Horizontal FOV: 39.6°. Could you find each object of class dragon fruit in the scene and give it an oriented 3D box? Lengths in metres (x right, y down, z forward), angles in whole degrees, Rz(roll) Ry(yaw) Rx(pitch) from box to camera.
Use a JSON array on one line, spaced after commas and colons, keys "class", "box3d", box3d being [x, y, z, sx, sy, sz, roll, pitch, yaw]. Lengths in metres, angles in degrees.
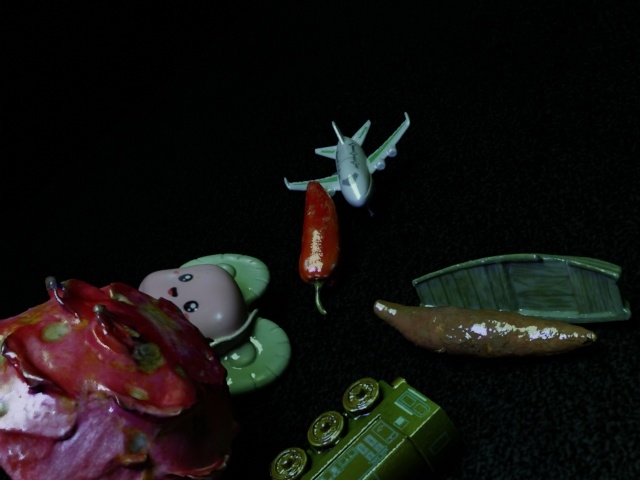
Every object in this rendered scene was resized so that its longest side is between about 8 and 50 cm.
[{"class": "dragon fruit", "box3d": [-0.239, 0.203, 1.093, 0.249, 0.371, 0.386, -46, 47, -1]}]

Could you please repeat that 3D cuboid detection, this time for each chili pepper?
[{"class": "chili pepper", "box3d": [0.000, 0.000, 1.429, 0.071, 0.063, 0.272, -12, 53, 14]}]

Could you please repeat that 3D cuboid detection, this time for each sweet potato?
[{"class": "sweet potato", "box3d": [0.194, 0.117, 1.097, 0.314, 0.066, 0.072, 4, 53, 45]}]

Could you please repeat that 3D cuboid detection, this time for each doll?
[{"class": "doll", "box3d": [-0.190, 0.143, 1.371, 0.269, 0.216, 0.284, -11, 46, -7]}]

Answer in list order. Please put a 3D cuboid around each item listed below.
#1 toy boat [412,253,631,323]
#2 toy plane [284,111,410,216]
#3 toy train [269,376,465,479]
[{"class": "toy boat", "box3d": [0.248, 0.057, 1.105, 0.293, 0.093, 0.055, -3, 24, 43]}, {"class": "toy plane", "box3d": [0.061, -0.122, 1.556, 0.251, 0.101, 0.255, -28, 33, 11]}, {"class": "toy train", "box3d": [0.044, 0.255, 1.020, 0.225, 0.090, 0.137, -42, 33, -14]}]
